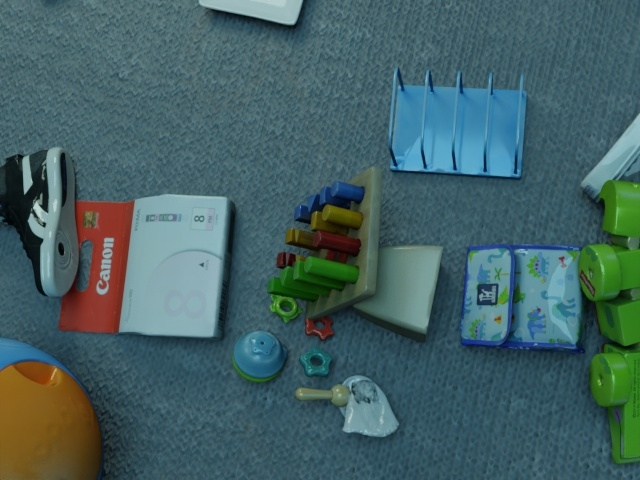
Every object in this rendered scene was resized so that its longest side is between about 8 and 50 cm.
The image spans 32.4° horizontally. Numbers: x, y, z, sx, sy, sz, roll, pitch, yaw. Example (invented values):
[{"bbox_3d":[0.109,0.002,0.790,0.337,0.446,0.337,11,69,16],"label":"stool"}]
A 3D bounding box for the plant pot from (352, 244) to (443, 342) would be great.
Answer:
[{"bbox_3d":[0.094,0.059,1.368,0.096,0.109,0.109,12,80,7],"label":"plant pot"}]

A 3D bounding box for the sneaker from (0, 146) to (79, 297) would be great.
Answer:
[{"bbox_3d":[-0.395,-0.016,1.483,0.121,0.079,0.217,-10,63,12],"label":"sneaker"}]

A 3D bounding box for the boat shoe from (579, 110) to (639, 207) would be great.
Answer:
[{"bbox_3d":[0.454,-0.151,1.358,0.102,0.108,0.301,40,94,8],"label":"boat shoe"}]

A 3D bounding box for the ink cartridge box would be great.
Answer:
[{"bbox_3d":[-0.236,0.033,1.460,0.232,0.066,0.189,3,78,6],"label":"ink cartridge box"}]

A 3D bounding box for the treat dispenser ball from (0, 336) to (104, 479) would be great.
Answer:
[{"bbox_3d":[-0.404,0.259,1.316,0.288,0.288,0.288,-2,78,9],"label":"treat dispenser ball"}]

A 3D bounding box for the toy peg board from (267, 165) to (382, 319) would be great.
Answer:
[{"bbox_3d":[0.000,0.000,1.356,0.079,0.161,0.161,13,70,-25],"label":"toy peg board"}]

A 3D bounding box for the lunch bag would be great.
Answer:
[{"bbox_3d":[0.249,0.071,1.357,0.151,0.096,0.129,2,80,22],"label":"lunch bag"}]

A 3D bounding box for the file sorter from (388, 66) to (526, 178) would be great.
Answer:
[{"bbox_3d":[0.175,-0.153,1.408,0.170,0.104,0.118,4,79,10],"label":"file sorter"}]

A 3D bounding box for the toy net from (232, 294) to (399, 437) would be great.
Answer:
[{"bbox_3d":[0.005,0.169,1.401,0.232,0.045,0.122,34,56,12],"label":"toy net"}]

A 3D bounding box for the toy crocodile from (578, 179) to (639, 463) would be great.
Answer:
[{"bbox_3d":[0.368,0.097,1.305,0.115,0.105,0.341,-8,97,-11],"label":"toy crocodile"}]

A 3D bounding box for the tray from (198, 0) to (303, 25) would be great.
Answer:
[{"bbox_3d":[-0.064,-0.433,1.546,0.145,0.030,0.270,14,81,13],"label":"tray"}]
